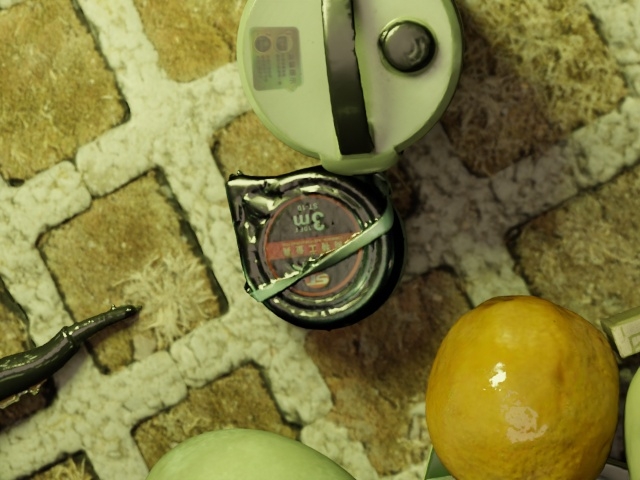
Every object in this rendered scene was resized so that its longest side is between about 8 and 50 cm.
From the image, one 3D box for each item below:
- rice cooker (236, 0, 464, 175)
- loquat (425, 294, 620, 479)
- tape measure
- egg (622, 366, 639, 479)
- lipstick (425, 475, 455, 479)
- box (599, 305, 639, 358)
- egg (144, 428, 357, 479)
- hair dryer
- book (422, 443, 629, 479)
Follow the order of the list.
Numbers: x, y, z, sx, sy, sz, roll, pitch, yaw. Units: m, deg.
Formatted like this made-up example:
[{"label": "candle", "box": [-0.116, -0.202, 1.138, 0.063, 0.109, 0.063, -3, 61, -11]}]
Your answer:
[{"label": "rice cooker", "box": [0.032, -0.183, 1.094, 0.226, 0.244, 0.226, 1, 102, 5]}, {"label": "loquat", "box": [0.197, 0.153, 1.107, 0.187, 0.176, 0.234, -1, 52, 7]}, {"label": "tape measure", "box": [0.001, 0.005, 1.191, 0.182, 0.107, 0.181, -6, 90, 15]}, {"label": "egg", "box": [0.404, 0.206, 1.045, 0.219, 0.219, 0.269, -43, 82, 13]}, {"label": "lipstick", "box": [0.163, 0.393, 1.167, 0.077, 0.076, 0.289, -10, 95, 15]}, {"label": "box", "box": [0.327, 0.086, 1.125, 0.079, 0.083, 0.035, -21, 89, 8]}, {"label": "egg", "box": [-0.038, 0.347, 1.146, 0.258, 0.258, 0.352, -44, 91, 13]}, {"label": "hair dryer", "box": [-0.345, 0.196, 1.311, 0.359, 0.120, 0.303, -32, 95, 6]}, {"label": "book", "box": [0.232, 0.311, 1.195, 0.264, 0.027, 0.202, 15, 98, 13]}]
